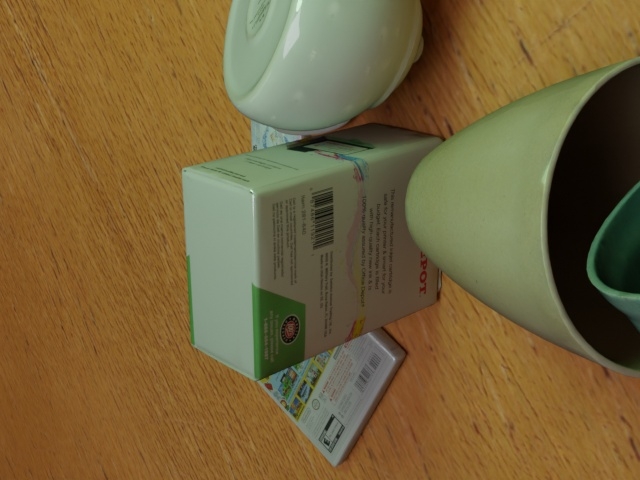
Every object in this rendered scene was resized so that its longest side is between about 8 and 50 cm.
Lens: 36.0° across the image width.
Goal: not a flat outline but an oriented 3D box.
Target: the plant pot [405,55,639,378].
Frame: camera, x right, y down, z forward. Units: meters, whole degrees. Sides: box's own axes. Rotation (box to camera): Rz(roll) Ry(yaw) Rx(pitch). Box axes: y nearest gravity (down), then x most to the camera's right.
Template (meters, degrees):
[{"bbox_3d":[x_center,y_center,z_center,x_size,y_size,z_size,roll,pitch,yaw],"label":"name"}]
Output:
[{"bbox_3d":[0.206,-0.026,0.890,0.274,0.257,0.256,7,111,61],"label":"plant pot"}]

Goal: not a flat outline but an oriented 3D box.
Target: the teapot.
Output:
[{"bbox_3d":[0.018,-0.219,1.031,0.256,0.187,0.252,36,112,63],"label":"teapot"}]

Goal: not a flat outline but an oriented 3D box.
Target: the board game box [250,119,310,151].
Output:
[{"bbox_3d":[-0.050,-0.136,1.237,0.090,0.020,0.090,17,116,41],"label":"board game box"}]

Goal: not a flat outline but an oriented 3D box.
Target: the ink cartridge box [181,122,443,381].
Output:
[{"bbox_3d":[0.000,0.000,1.053,0.117,0.278,0.201,20,118,42],"label":"ink cartridge box"}]

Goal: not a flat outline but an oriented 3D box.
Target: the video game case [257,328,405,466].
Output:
[{"bbox_3d":[-0.004,0.156,1.298,0.206,0.026,0.227,44,132,24],"label":"video game case"}]

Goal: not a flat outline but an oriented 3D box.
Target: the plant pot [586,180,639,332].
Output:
[{"bbox_3d":[0.352,0.018,0.628,0.196,0.293,0.293,52,137,-8],"label":"plant pot"}]
